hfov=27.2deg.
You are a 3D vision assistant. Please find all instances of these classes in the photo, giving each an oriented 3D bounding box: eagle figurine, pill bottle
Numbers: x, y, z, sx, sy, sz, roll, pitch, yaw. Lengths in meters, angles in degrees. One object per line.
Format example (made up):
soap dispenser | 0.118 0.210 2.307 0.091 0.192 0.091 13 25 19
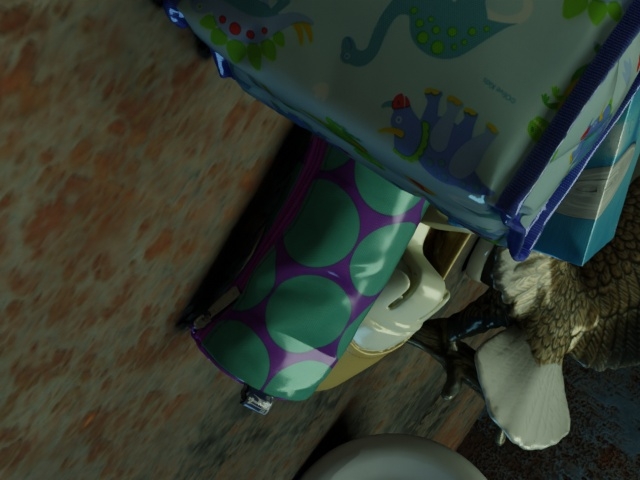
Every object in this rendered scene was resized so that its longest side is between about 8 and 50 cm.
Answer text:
eagle figurine | 0.200 0.007 1.075 0.298 0.225 0.226 -49 159 18
pill bottle | 0.071 0.317 1.279 0.210 0.210 0.363 -53 167 -13

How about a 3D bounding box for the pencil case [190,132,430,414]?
pencil case | 0.000 0.000 0.595 0.070 0.064 0.151 21 106 -32

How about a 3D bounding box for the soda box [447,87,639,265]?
soda box | 0.120 -0.100 0.581 0.071 0.067 0.210 -26 131 -64

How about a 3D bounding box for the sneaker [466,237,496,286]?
sneaker | 0.260 -0.048 1.217 0.104 0.147 0.295 -32 152 -56

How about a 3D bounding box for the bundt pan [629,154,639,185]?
bundt pan | 0.329 -0.068 1.465 0.331 0.124 0.331 -52 167 -17

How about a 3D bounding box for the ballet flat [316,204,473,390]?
ballet flat | 0.053 -0.006 0.731 0.080 0.073 0.232 21 102 -37

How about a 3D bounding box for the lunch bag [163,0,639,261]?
lunch bag | 0.049 -0.091 0.412 0.151 0.129 0.096 -58 166 -2
